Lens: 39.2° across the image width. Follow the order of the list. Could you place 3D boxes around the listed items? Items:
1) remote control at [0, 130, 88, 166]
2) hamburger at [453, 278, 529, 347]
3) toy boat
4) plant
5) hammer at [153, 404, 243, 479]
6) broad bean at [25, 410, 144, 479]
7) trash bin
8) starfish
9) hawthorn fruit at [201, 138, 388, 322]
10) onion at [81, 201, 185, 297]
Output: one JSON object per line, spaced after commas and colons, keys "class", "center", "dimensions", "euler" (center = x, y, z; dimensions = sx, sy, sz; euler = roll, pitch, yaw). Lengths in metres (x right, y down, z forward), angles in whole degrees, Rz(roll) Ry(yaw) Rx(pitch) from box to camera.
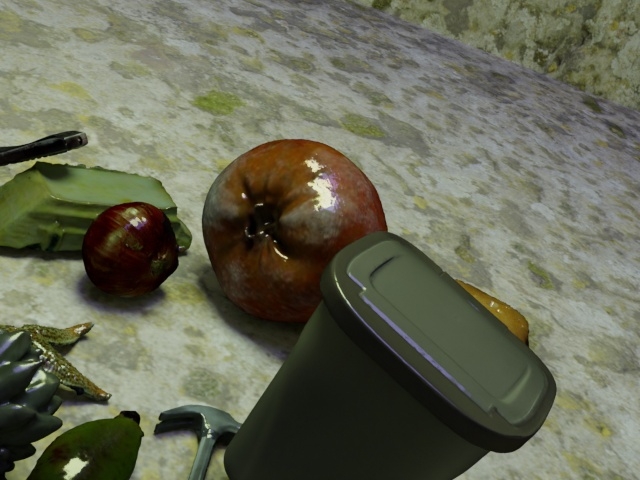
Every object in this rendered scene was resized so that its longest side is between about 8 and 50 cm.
{"class": "remote control", "center": [-0.390, -0.108, 1.121], "dimensions": [0.212, 0.028, 0.059], "euler": [-8, 10, 18]}
{"class": "hamburger", "center": [0.159, 0.130, 1.131], "dimensions": [0.191, 0.118, 0.182], "euler": [4, 29, -39]}
{"class": "toy boat", "center": [-0.290, -0.039, 1.131], "dimensions": [0.276, 0.084, 0.111], "euler": [2, 30, -35]}
{"class": "plant", "center": [-0.305, 0.148, 0.709], "dimensions": [0.194, 0.132, 0.129], "euler": [-22, 27, -39]}
{"class": "hammer", "center": [-0.124, 0.237, 0.820], "dimensions": [0.103, 0.029, 0.246], "euler": [21, 28, -4]}
{"class": "broad bean", "center": [-0.215, 0.222, 0.734], "dimensions": [0.077, 0.061, 0.339], "euler": [42, 26, -8]}
{"class": "trash bin", "center": [0.052, 0.154, 0.830], "dimensions": [0.220, 0.250, 0.219], "euler": [43, 30, 13]}
{"class": "starfish", "center": [-0.313, 0.107, 0.900], "dimensions": [0.176, 0.053, 0.208], "euler": [31, 20, 37]}
{"class": "hawthorn fruit", "center": [-0.011, -0.008, 1.127], "dimensions": [0.263, 0.231, 0.235], "euler": [2, 44, -26]}
{"class": "onion", "center": [-0.224, 0.014, 1.054], "dimensions": [0.118, 0.117, 0.118], "euler": [-4, 30, 2]}
